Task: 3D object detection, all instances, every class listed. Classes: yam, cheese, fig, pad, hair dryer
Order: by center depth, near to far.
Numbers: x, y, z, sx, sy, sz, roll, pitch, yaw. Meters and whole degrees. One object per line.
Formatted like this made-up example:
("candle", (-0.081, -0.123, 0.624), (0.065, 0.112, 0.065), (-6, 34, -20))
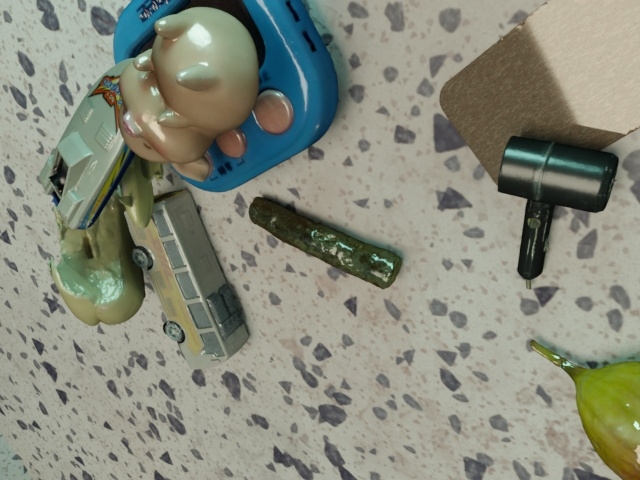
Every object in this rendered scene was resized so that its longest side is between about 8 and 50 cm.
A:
("pad", (0.275, -0.176, 0.738), (0.266, 0.002, 0.176), (-35, 93, 43))
("hair dryer", (0.279, -0.020, 0.785), (0.124, 0.071, 0.219), (18, 133, 25))
("fig", (0.376, 0.207, 0.812), (0.257, 0.159, 0.159), (38, 134, 35))
("yam", (0.000, 0.000, 1.001), (0.274, 0.061, 0.061), (25, 127, 24))
("cheese", (-0.418, 0.030, 1.194), (0.233, 0.127, 0.266), (90, 166, -64))

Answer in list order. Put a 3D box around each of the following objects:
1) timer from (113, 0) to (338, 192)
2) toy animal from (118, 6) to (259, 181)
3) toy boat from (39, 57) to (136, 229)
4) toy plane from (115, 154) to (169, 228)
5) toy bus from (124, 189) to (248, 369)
("timer", (-0.141, -0.244, 0.922), (0.340, 0.115, 0.309), (-22, 102, 42))
("toy animal", (-0.168, -0.186, 0.797), (0.250, 0.154, 0.166), (-27, 78, 50))
("toy boat", (-0.340, -0.159, 0.972), (0.129, 0.088, 0.295), (51, 118, 22))
("toy plane", (-0.322, -0.142, 1.079), (0.229, 0.092, 0.244), (-10, 78, 14))
("toy bus", (-0.250, 0.076, 1.202), (0.138, 0.097, 0.342), (-11, 107, 32))
